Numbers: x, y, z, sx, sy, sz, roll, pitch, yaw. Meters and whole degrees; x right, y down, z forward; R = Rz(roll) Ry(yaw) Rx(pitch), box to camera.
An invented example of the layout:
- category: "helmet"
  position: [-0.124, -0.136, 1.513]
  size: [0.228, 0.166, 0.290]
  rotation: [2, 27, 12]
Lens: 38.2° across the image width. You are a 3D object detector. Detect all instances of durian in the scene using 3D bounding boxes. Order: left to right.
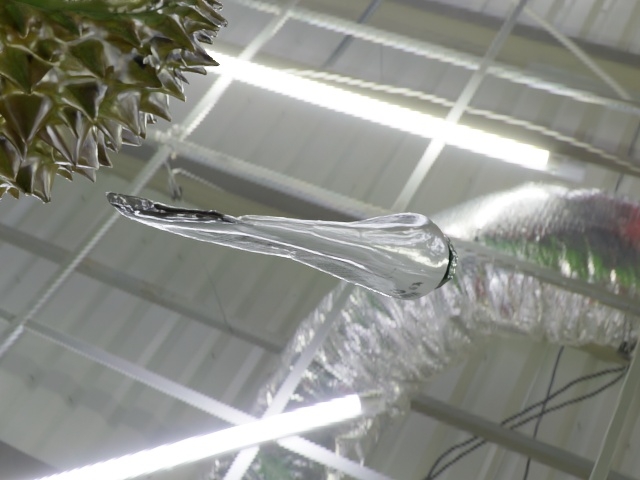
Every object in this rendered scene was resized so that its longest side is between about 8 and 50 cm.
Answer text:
- category: "durian"
  position: [-0.142, -0.117, 0.481]
  size: [0.166, 0.172, 0.306]
  rotation: [50, -140, -9]

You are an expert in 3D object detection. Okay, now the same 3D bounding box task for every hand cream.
- category: "hand cream"
  position: [0.000, 0.000, 0.707]
  size: [0.121, 0.336, 0.076]
  rotation: [4, -94, 39]
